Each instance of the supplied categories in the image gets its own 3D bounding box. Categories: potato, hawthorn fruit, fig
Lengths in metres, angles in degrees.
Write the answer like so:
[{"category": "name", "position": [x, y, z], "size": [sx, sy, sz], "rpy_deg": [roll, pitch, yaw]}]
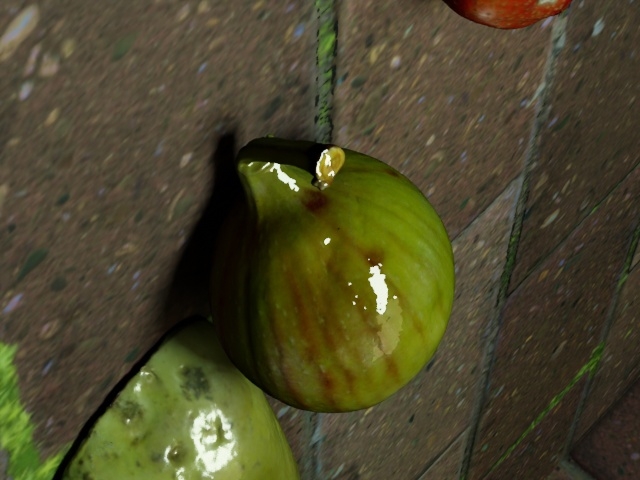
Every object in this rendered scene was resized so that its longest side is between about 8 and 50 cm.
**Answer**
[{"category": "potato", "position": [-0.071, 0.167, 1.264], "size": [0.160, 0.111, 0.271], "rpy_deg": [-48, 162, -16]}, {"category": "hawthorn fruit", "position": [0.100, -0.158, 1.101], "size": [0.093, 0.093, 0.093], "rpy_deg": [-44, 161, -20]}, {"category": "fig", "position": [-0.008, 0.012, 1.102], "size": [0.142, 0.148, 0.186], "rpy_deg": [-40, 125, 10]}]
